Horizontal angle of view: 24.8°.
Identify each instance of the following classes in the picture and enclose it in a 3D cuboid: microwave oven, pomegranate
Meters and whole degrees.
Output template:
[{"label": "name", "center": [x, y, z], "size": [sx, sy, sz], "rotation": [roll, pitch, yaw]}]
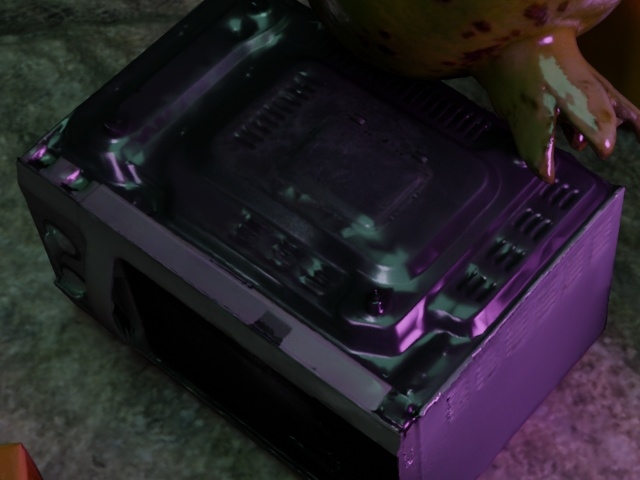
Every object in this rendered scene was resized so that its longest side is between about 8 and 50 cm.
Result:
[{"label": "microwave oven", "center": [0.000, 0.000, 0.885], "size": [0.295, 0.181, 0.237], "rotation": [34, 65, 25]}, {"label": "pomegranate", "center": [0.091, -0.154, 0.797], "size": [0.211, 0.211, 0.263], "rotation": [-18, 84, -7]}]

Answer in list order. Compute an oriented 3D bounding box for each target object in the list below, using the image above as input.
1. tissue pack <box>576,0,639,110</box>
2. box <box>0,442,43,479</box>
[{"label": "tissue pack", "center": [0.239, -0.315, 0.963], "size": [0.293, 0.382, 0.228], "rotation": [-38, 57, -20]}, {"label": "box", "center": [-0.237, 0.255, 0.792], "size": [0.174, 0.076, 0.274], "rotation": [-7, 55, -1]}]
